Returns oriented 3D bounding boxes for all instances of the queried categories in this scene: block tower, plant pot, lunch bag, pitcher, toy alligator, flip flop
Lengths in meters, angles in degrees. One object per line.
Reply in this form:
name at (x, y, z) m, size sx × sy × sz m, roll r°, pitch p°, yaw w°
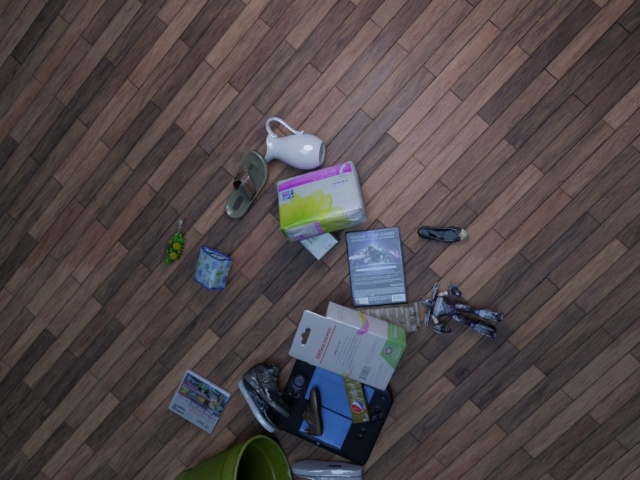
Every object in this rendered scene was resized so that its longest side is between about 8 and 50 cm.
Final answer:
block tower at (0.185, 0.283, 1.824) m, size 0.336 × 0.097 × 0.090 m, roll -7°, pitch 95°, yaw 9°
plant pot at (-0.343, 0.936, 1.865) m, size 0.353 × 0.366 × 0.366 m, roll -20°, pitch 92°, yaw 22°
lunch bag at (-0.414, 0.103, 1.906) m, size 0.151 × 0.096 × 0.128 m, roll 23°, pitch 99°, yaw 36°
pitcher at (-0.094, -0.341, 1.783) m, size 0.207 × 0.125 × 0.177 m, roll 9°, pitch 129°, yaw 13°
toy alligator at (-0.543, 0.011, 1.941) m, size 0.051 × 0.056 × 0.189 m, roll 17°, pitch 99°, yaw -35°
flip flop at (-0.277, -0.195, 1.840) m, size 0.112 × 0.080 × 0.277 m, roll 37°, pitch 113°, yaw 11°

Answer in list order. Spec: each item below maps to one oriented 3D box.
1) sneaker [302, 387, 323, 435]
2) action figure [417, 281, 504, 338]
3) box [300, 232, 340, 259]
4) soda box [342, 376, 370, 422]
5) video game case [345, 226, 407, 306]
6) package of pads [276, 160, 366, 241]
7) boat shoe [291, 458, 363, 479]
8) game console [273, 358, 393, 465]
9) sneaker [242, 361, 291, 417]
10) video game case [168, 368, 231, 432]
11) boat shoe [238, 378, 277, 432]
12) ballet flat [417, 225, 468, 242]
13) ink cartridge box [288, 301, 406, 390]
sneaker at (-0.035, 0.629, 1.856) m, size 0.071 × 0.066 × 0.188 m, roll -3°, pitch 99°, yaw 13°
action figure at (0.479, 0.249, 1.773) m, size 0.285 × 0.099 × 0.185 m, roll 16°, pitch 103°, yaw 11°
box at (0.000, 0.000, 1.830) m, size 0.101 × 0.087 × 0.102 m, roll -45°, pitch 88°, yaw 10°
soda box at (0.129, 0.554, 1.818) m, size 0.062 × 0.058 × 0.181 m, roll -12°, pitch 94°, yaw 11°
video game case at (0.201, 0.096, 1.832) m, size 0.196 × 0.026 × 0.273 m, roll -6°, pitch 90°, yaw 10°
package of pads at (0.001, -0.132, 1.760) m, size 0.297 × 0.101 × 0.229 m, roll -15°, pitch 55°, yaw 11°
boat shoe at (0.025, 0.885, 1.909) m, size 0.268 × 0.096 × 0.088 m, roll 1°, pitch 91°, yaw 1°
game console at (0.047, 0.623, 1.896) m, size 0.387 × 0.060 × 0.341 m, roll 22°, pitch 98°, yaw 7°
sneaker at (-0.169, 0.541, 1.880) m, size 0.130 × 0.087 × 0.227 m, roll -41°, pitch 73°, yaw -17°
video game case at (-0.476, 0.632, 2.000) m, size 0.202 × 0.023 × 0.183 m, roll 29°, pitch 99°, yaw 7°
boat shoe at (-0.222, 0.611, 1.924) m, size 0.076 × 0.080 × 0.228 m, roll -37°, pitch 73°, yaw 4°
ballet flat at (0.427, -0.020, 1.778) m, size 0.173 × 0.049 × 0.057 m, roll 2°, pitch 96°, yaw 9°
ink cartridge box at (0.091, 0.347, 1.739) m, size 0.354 × 0.119 × 0.207 m, roll 20°, pitch 112°, yaw 0°
